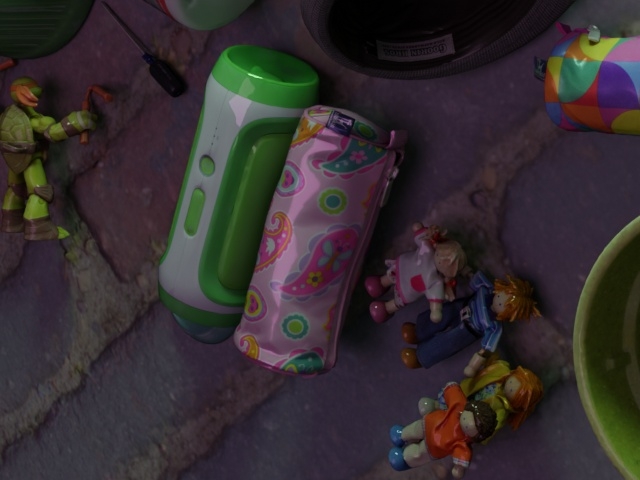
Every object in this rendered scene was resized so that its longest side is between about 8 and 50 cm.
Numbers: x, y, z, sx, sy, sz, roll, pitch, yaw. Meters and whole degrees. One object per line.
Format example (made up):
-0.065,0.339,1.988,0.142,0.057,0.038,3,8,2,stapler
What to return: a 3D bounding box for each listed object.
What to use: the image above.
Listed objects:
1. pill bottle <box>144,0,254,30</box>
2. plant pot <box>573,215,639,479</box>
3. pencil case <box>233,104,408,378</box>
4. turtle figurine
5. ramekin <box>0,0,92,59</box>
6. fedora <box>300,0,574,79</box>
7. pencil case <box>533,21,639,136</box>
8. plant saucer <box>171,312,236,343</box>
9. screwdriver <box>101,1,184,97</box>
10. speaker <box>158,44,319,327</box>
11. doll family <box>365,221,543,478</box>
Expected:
-0.196,-0.358,1.720,0.283,0.161,0.161,34,120,30,pill bottle
0.389,0.078,1.271,0.276,0.254,0.276,11,107,39,plant pot
0.000,0.000,1.644,0.124,0.124,0.284,27,105,33,pencil case
-0.358,-0.111,1.961,0.269,0.087,0.217,9,106,38,turtle figurine
-0.423,-0.366,1.915,0.303,0.148,0.303,11,107,38,ramekin
0.107,-0.267,1.480,0.275,0.244,0.124,-40,45,47,fedora
0.308,-0.139,1.392,0.236,0.104,0.104,10,106,37,pencil case
-0.145,0.067,1.868,0.119,0.021,0.119,10,106,38,plant saucer
-0.216,-0.226,1.860,0.025,0.024,0.170,-48,64,5,screwdriver
-0.091,-0.057,1.723,0.131,0.131,0.296,32,118,30,speaker
0.150,0.110,1.590,0.163,0.118,0.263,-29,63,46,doll family
